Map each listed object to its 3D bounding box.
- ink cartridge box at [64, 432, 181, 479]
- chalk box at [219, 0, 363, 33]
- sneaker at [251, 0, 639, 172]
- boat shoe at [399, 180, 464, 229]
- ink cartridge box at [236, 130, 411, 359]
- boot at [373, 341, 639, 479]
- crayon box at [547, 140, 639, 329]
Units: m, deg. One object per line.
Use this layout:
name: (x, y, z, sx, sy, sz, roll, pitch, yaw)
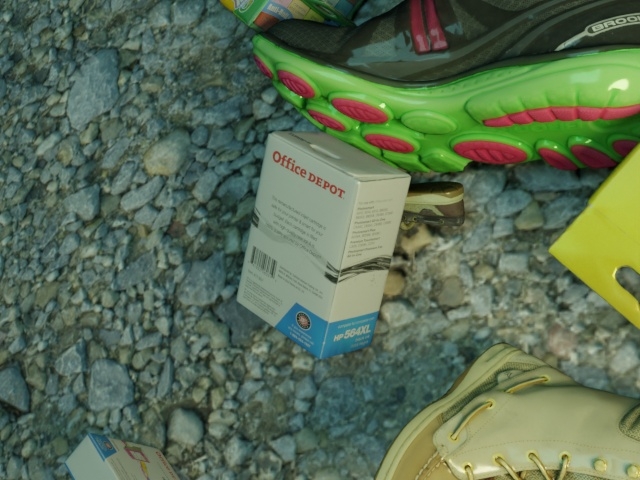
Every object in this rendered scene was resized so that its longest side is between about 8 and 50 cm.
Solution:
ink cartridge box: (-0.221, 0.278, 1.159, 0.052, 0.122, 0.088, -50, 52, 6)
chalk box: (-0.040, -0.311, 1.230, 0.132, 0.132, 0.213, -51, 50, 11)
sneaker: (0.144, -0.190, 1.043, 0.483, 0.185, 0.202, 8, 65, 33)
boat shoe: (0.088, -0.034, 1.082, 0.152, 0.056, 0.049, 1, 108, 45)
ink cartridge box: (0.000, 0.000, 1.069, 0.148, 0.086, 0.203, 32, 117, 40)
boot: (0.177, 0.201, 0.838, 0.203, 0.095, 0.262, 17, 40, 37)
crayon box: (0.367, -0.047, 0.816, 0.202, 0.081, 0.318, 44, 102, 16)
